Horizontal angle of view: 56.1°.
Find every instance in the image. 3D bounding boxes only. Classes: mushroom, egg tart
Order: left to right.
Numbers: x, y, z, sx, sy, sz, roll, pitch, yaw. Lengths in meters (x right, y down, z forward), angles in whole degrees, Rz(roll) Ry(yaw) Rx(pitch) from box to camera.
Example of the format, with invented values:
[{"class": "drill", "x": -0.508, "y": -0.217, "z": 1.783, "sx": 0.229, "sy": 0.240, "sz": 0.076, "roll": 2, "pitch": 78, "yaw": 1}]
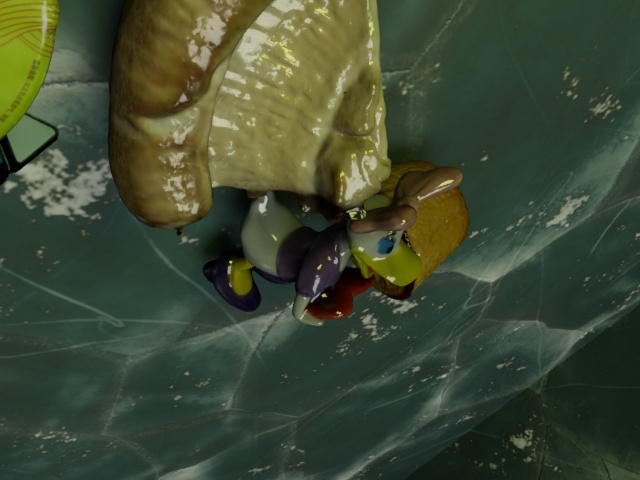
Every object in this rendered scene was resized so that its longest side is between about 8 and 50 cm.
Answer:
[{"class": "mushroom", "x": -0.079, "y": -0.223, "z": 0.598, "sx": 0.313, "sy": 0.224, "sz": 0.397, "roll": -4, "pitch": 128, "yaw": 0}, {"class": "egg tart", "x": 0.119, "y": -0.029, "z": 0.930, "sx": 0.171, "sy": 0.215, "sz": 0.215, "roll": -30, "pitch": 146, "yaw": -21}]

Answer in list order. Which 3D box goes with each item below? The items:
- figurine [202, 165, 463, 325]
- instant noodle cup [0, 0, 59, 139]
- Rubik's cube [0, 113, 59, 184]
[{"class": "figurine", "x": -0.001, "y": 0.004, "z": 0.821, "sx": 0.154, "sy": 0.421, "sz": 0.193, "roll": -40, "pitch": 115, "yaw": -41}, {"class": "instant noodle cup", "x": -0.349, "y": -0.211, "z": 0.396, "sx": 0.311, "sy": 0.221, "sz": 0.311, "roll": -16, "pitch": 141, "yaw": -14}, {"class": "Rubik's cube", "x": -0.438, "y": -0.102, "z": 0.532, "sx": 0.284, "sy": 0.250, "sz": 0.234, "roll": -19, "pitch": 124, "yaw": -3}]
